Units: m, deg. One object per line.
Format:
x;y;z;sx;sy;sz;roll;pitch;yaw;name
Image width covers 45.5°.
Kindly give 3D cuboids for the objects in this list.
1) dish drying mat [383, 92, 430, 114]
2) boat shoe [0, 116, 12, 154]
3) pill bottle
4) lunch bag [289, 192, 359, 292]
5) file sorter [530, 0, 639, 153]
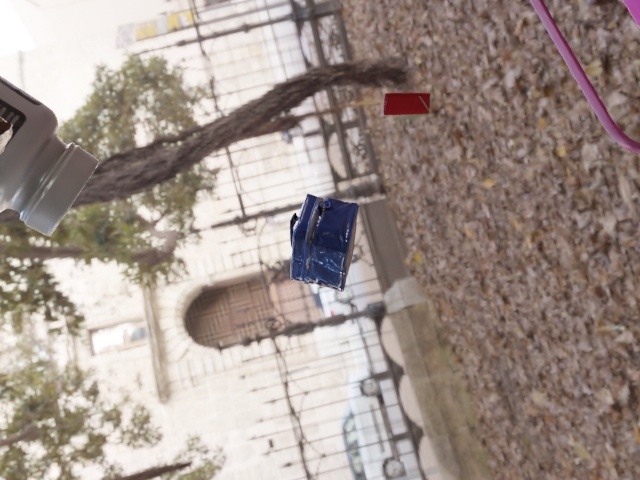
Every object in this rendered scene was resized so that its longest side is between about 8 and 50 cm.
0.126;-0.199;1.111;0.008;0.083;0.032;27;118;51;dish drying mat
-0.207;0.090;0.276;0.120;0.323;0.123;35;162;-15;boat shoe
-0.471;-0.144;1.028;0.319;0.176;0.176;34;-167;-17;pill bottle
0.000;0.000;0.773;0.098;0.065;0.067;94;-171;-47;lunch bag
0.310;-0.212;0.508;0.291;0.182;0.202;-37;77;48;file sorter
